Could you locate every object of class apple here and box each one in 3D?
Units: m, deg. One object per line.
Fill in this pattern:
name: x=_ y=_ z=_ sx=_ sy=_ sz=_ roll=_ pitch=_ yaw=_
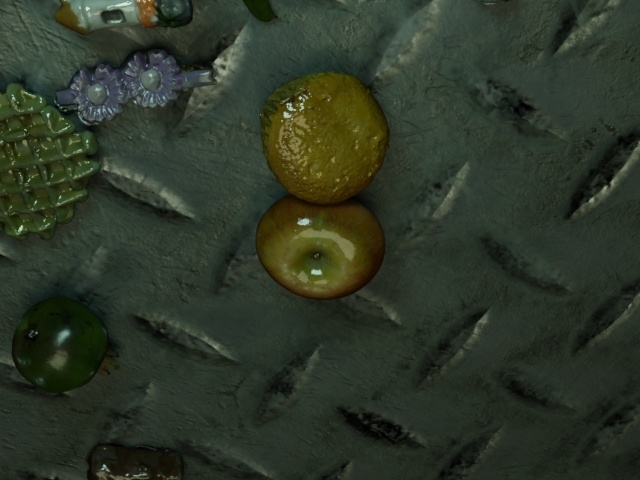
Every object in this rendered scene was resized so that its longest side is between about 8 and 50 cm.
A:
apple: x=0.000 y=0.000 z=1.732 sx=0.235 sy=0.173 sz=0.210 roll=30 pitch=119 yaw=-13

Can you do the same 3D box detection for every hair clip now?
hair clip: x=-0.321 y=-0.265 z=1.590 sx=0.292 sy=0.084 sz=0.106 roll=-11 pitch=104 yaw=5

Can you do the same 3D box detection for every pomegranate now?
pomegranate: x=-0.481 y=0.209 z=1.808 sx=0.187 sy=0.187 sz=0.225 roll=-37 pitch=143 yaw=15

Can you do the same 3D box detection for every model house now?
model house: x=-0.355 y=-0.441 z=1.404 sx=0.301 sy=0.190 sz=0.271 roll=-9 pitch=124 yaw=0

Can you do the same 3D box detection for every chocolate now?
chocolate: x=-0.411 y=0.532 z=2.050 sx=0.214 sy=0.093 sz=0.148 roll=5 pitch=119 yaw=-10

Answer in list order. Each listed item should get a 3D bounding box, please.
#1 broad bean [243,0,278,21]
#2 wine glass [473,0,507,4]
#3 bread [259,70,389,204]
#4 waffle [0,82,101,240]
broad bean: x=-0.147 y=-0.475 z=1.494 sx=0.060 sy=0.043 sz=0.297 roll=-22 pitch=121 yaw=20
wine glass: x=0.286 y=-0.473 z=1.532 sx=0.072 sy=0.072 sz=0.155 roll=-5 pitch=121 yaw=-4
bread: x=0.004 y=-0.179 z=1.621 sx=0.240 sy=0.139 sz=0.240 roll=-8 pitch=108 yaw=-25
waffle: x=-0.544 y=-0.132 z=1.630 sx=0.292 sy=0.056 sz=0.309 roll=32 pitch=120 yaw=-20
